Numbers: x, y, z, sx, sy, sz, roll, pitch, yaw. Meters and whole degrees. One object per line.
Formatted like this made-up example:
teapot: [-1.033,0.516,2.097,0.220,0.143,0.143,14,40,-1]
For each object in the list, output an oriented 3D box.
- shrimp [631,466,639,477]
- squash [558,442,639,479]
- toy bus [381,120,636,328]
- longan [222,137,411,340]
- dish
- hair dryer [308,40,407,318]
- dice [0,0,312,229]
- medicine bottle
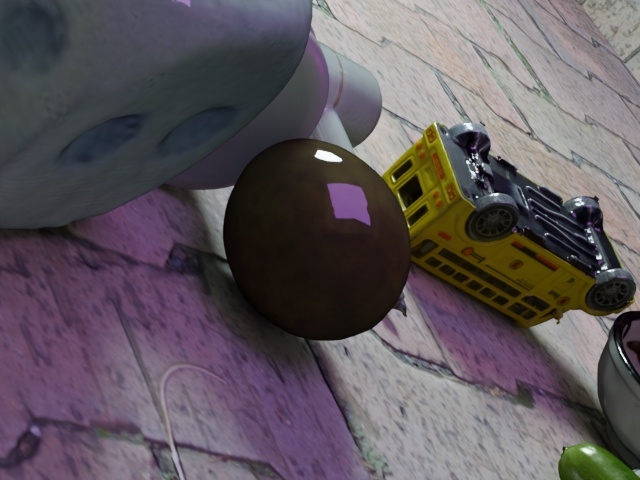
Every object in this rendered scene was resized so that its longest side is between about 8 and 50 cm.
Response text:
shrimp: [0.356,0.277,1.880,0.161,0.049,0.166,50,10,-27]
squash: [0.334,0.319,1.717,0.082,0.082,0.292,22,31,-51]
toy bus: [0.221,-0.001,2.004,0.330,0.152,0.144,29,32,-38]
longan: [0.000,0.000,1.519,0.185,0.159,0.204,67,13,17]
dish: [0.430,0.214,2.028,0.303,0.120,0.303,27,25,-14]
hair dryer: [0.026,-0.061,1.833,0.173,0.107,0.357,20,42,-52]
dice: [-0.186,-0.183,1.265,0.262,0.264,0.268,-14,70,-57]
medicine bottle: [-0.128,-0.219,1.609,0.202,0.202,0.316,30,26,-40]
